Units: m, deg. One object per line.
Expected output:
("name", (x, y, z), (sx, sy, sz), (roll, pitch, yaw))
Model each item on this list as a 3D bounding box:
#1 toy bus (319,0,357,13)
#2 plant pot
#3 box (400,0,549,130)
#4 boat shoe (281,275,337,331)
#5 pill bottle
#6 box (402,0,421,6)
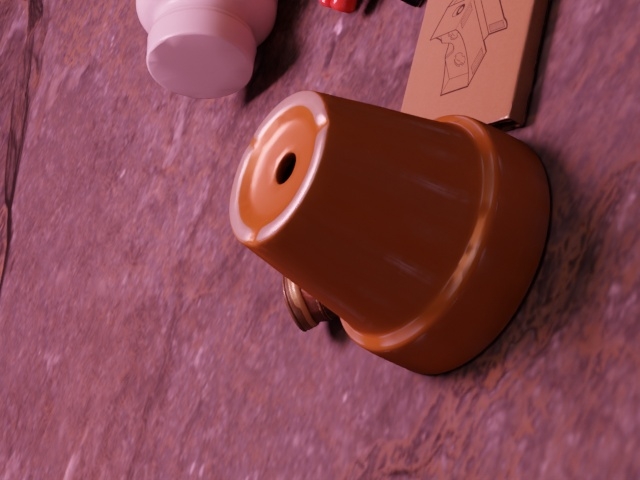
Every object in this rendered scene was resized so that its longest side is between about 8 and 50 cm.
("toy bus", (0.018, -0.338, 1.643), (0.220, 0.149, 0.211), (-137, 58, -62))
("plant pot", (0.041, -0.022, 1.297), (0.205, 0.188, 0.205), (-38, 40, 40))
("box", (0.134, -0.176, 1.430), (0.164, 0.021, 0.201), (-13, 58, 55))
("boat shoe", (0.000, 0.000, 1.491), (0.060, 0.064, 0.178), (-17, 49, 15))
("pill bottle", (-0.118, -0.291, 1.796), (0.152, 0.152, 0.272), (-34, 43, 44))
("box", (0.068, -0.345, 1.507), (0.220, 0.175, 0.051), (-60, 29, 13))
